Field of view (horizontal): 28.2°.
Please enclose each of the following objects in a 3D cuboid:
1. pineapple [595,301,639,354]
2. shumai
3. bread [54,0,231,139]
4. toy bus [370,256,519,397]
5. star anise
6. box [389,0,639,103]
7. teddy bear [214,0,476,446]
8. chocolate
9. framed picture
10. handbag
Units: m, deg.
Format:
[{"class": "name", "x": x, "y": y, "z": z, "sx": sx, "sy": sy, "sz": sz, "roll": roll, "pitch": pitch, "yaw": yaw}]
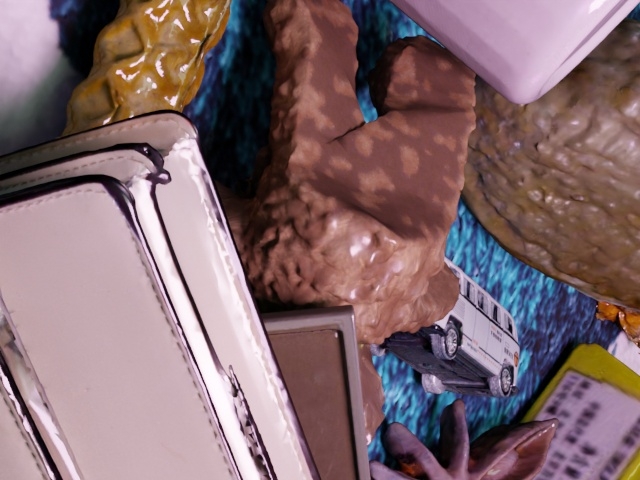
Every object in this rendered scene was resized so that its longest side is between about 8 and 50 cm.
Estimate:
[{"class": "pineapple", "x": 0.371, "y": 0.055, "z": 1.283, "sx": 0.140, "sy": 0.164, "sz": 0.250, "roll": -56, "pitch": 136, "yaw": -4}, {"class": "shumai", "x": 0.291, "y": -0.121, "z": 1.124, "sx": 0.292, "sy": 0.330, "sz": 0.288, "roll": 104, "pitch": 9, "yaw": -58}, {"class": "bread", "x": -0.104, "y": -0.137, "z": 0.845, "sx": 0.084, "sy": 0.077, "sz": 0.367, "roll": 28, "pitch": 82, "yaw": -42}, {"class": "toy bus", "x": 0.107, "y": 0.075, "z": 1.085, "sx": 0.194, "sy": 0.087, "sz": 0.089, "roll": 37, "pitch": 59, "yaw": -50}, {"class": "star anise", "x": 0.113, "y": 0.258, "z": 1.119, "sx": 0.198, "sy": 0.110, "sz": 0.257, "roll": 16, "pitch": 66, "yaw": -15}, {"class": "box", "x": 0.114, "y": -0.212, "z": 0.829, "sx": 0.291, "sy": 0.206, "sz": 0.262, "roll": -40, "pitch": 171, "yaw": -45}, {"class": "teddy bear", "x": -0.001, "y": -0.007, "z": 0.938, "sx": 0.246, "sy": 0.222, "sz": 0.296, "roll": 20, "pitch": 49, "yaw": -26}, {"class": "chocolate", "x": 0.274, "y": 0.308, "z": 1.279, "sx": 0.301, "sy": 0.137, "sz": 0.289, "roll": -50, "pitch": 130, "yaw": -18}, {"class": "framed picture", "x": -0.100, "y": 0.145, "z": 0.852, "sx": 0.265, "sy": 0.018, "sz": 0.192, "roll": -5, "pitch": 109, "yaw": 1}, {"class": "handbag", "x": -0.143, "y": 0.129, "z": 0.751, "sx": 0.160, "sy": 0.236, "sz": 0.358, "roll": -63, "pitch": 137, "yaw": -65}]
